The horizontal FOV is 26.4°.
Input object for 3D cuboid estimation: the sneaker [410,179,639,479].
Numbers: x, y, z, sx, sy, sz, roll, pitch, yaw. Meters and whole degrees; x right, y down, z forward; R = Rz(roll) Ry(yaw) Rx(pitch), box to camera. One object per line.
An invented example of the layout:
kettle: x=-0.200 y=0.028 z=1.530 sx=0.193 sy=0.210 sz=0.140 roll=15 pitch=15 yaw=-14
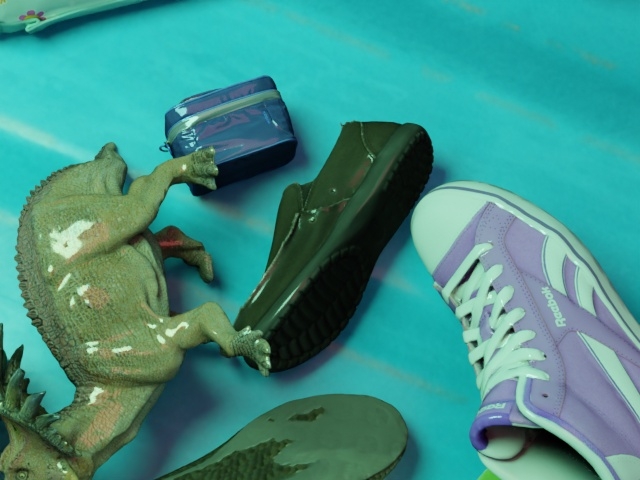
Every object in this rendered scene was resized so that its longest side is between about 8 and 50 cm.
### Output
sneaker: x=0.133 y=0.069 z=0.932 sx=0.161 sy=0.102 sz=0.282 roll=-15 pitch=53 yaw=-44

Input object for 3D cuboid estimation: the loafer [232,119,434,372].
loafer: x=0.000 y=0.000 z=1.009 sx=0.078 sy=0.080 sz=0.220 roll=24 pitch=68 yaw=32

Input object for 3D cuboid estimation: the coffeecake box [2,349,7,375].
coffeecake box: x=-0.314 y=0.134 z=0.917 sx=0.185 sy=0.068 sz=0.142 roll=5 pitch=74 yaw=-7

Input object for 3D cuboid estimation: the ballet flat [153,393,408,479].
ballet flat: x=-0.052 y=0.179 z=0.956 sx=0.250 sy=0.058 sz=0.084 roll=-23 pitch=53 yaw=-20

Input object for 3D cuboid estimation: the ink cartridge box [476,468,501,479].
ink cartridge box: x=0.163 y=0.242 z=0.944 sx=0.255 sy=0.097 sz=0.189 roll=-43 pitch=84 yaw=-17

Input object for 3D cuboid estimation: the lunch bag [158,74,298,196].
lunch bag: x=-0.072 y=-0.080 z=1.016 sx=0.098 sy=0.067 sz=0.065 roll=-20 pitch=78 yaw=-12

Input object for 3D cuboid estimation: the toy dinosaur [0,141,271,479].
toy dinosaur: x=-0.158 y=0.039 z=0.918 sx=0.200 sy=0.127 sz=0.296 roll=-8 pitch=64 yaw=-17

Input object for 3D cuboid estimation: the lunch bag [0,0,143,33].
lunch bag: x=-0.180 y=-0.298 z=1.012 sx=0.223 sy=0.160 sz=0.262 roll=-17 pitch=110 yaw=-13
